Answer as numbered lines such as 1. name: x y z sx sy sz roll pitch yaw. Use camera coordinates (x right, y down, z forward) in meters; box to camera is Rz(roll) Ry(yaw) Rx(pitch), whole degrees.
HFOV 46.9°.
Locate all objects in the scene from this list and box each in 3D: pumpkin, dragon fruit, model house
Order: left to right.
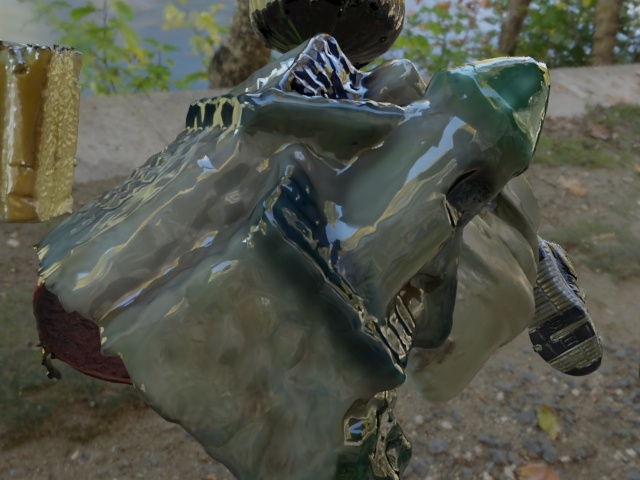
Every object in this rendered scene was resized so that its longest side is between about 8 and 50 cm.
1. dragon fruit: -0.174 0.037 0.766 0.218 0.224 0.148 12 41 -18
2. model house: -0.002 -0.002 0.473 0.243 0.284 0.298 47 -11 -21
3. pumpkin: 0.023 -0.471 1.386 0.295 0.296 0.296 15 36 -11

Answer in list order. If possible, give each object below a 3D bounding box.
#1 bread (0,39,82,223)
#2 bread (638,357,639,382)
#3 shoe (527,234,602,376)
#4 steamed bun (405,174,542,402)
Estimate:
1. bread: -0.447 -0.157 0.989 0.239 0.246 0.111 8 9 10
2. bread: 0.490 0.185 0.873 0.244 0.245 0.134 38 52 20
3. shoe: 0.328 0.083 1.009 0.106 0.091 0.207 4 57 -41
4. steamed bun: 0.131 -0.015 0.826 0.310 0.219 0.324 56 14 5
